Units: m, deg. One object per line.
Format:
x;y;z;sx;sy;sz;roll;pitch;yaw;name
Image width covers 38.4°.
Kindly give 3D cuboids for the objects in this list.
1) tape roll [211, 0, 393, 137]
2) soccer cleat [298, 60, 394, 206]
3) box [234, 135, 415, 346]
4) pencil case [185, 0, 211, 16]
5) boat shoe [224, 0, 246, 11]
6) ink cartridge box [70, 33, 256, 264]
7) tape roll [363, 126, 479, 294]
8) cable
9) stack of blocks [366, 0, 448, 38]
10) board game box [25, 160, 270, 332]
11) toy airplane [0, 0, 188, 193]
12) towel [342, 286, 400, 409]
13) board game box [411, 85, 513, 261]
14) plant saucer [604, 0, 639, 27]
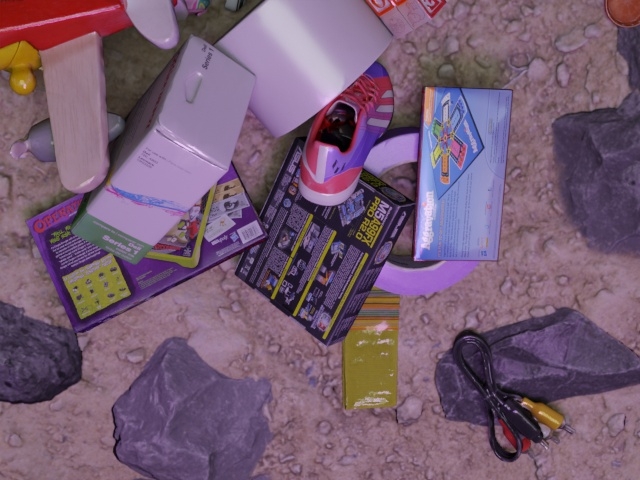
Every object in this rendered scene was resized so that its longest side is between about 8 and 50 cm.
-0.034;-0.296;1.391;0.246;0.246;0.169;-41;104;5;tape roll
0.048;-0.193;1.403;0.108;0.318;0.116;17;140;8;soccer cleat
0.000;0.000;1.480;0.216;0.060;0.270;35;114;23;box
-0.227;-0.483;1.389;0.124;0.124;0.284;-1;103;-6;pencil case
-0.082;-0.453;1.433;0.070;0.078;0.219;25;98;-10;boat shoe
-0.224;-0.125;1.309;0.117;0.201;0.278;30;137;-21;ink cartridge box
0.154;-0.050;1.553;0.274;0.090;0.275;-1;105;-6;tape roll
0.326;0.292;1.689;0.139;0.072;0.287;-41;93;22;cable
0.165;-0.464;1.375;0.171;0.087;0.297;48;61;-15;stack of blocks
-0.281;-0.017;1.495;0.346;0.056;0.208;-26;84;1;board game box
-0.375;-0.303;1.296;0.384;0.272;0.386;33;70;1;toy airplane
0.090;0.189;1.640;0.102;0.021;0.237;-1;104;-5;towel
0.227;-0.105;1.487;0.145;0.027;0.281;1;103;-8;board game box
0.516;-0.400;1.544;0.083;0.013;0.083;-2;104;-7;plant saucer
